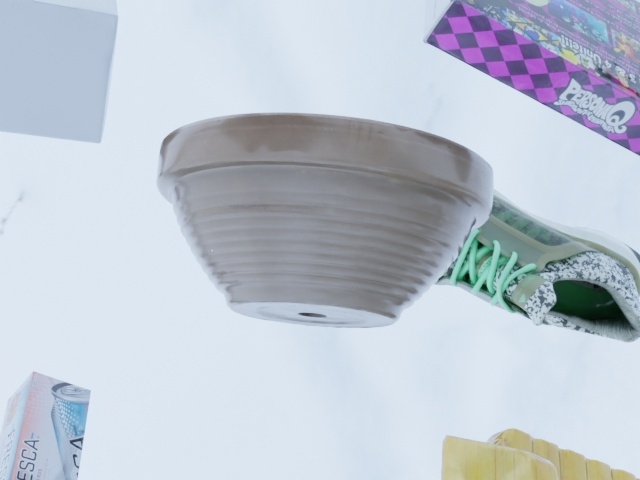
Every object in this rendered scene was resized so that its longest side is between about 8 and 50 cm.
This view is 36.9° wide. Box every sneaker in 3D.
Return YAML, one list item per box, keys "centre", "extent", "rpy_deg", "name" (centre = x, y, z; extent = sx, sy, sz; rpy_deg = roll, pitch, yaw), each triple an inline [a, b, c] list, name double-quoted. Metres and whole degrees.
- centre: [0.249, 0.034, 1.243]
  extent: [0.410, 0.182, 0.158]
  rpy_deg: [14, 111, -5]
  name: "sneaker"

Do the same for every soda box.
- centre: [-0.253, 0.212, 0.848]
  extent: [0.063, 0.183, 0.058]
  rpy_deg: [25, 132, -28]
  name: "soda box"

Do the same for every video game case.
- centre: [0.180, -0.157, 0.669]
  extent: [0.232, 0.210, 0.042]
  rpy_deg: [24, 133, -16]
  name: "video game case"

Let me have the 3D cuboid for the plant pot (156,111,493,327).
- centre: [0.000, 0.000, 0.672]
  extent: [0.237, 0.237, 0.109]
  rpy_deg: [-3, 77, 33]
  name: "plant pot"

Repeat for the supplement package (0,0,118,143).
- centre: [-0.332, -0.222, 1.069]
  extent: [0.194, 0.203, 0.149]
  rpy_deg: [6, 116, -16]
  name: "supplement package"

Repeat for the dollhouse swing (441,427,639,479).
- centre: [0.323, 0.289, 0.763]
  extent: [0.347, 0.315, 0.305]
  rpy_deg: [24, 142, -26]
  name: "dollhouse swing"
